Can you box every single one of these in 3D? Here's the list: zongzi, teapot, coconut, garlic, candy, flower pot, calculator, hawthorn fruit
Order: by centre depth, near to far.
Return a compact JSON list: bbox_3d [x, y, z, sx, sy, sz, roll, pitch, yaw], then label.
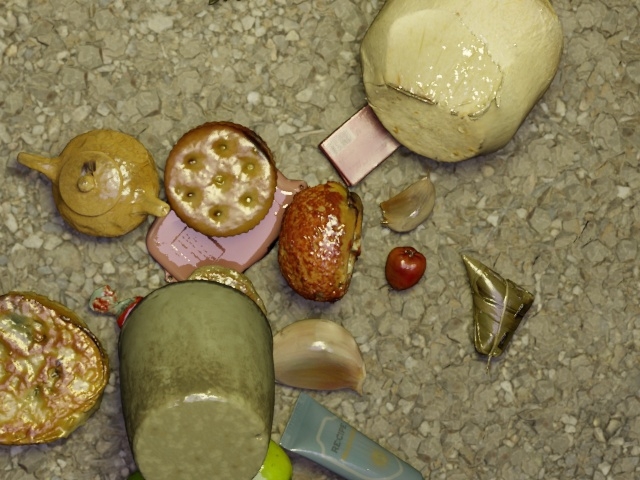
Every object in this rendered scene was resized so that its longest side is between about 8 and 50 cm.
[{"bbox_3d":[-0.215,0.264,1.553,0.293,0.330,0.293,-3,113,-7],"label":"flower pot"},{"bbox_3d":[0.261,-0.347,1.636,0.346,0.346,0.360,34,69,-7],"label":"coconut"},{"bbox_3d":[-0.418,-0.109,1.641,0.311,0.167,0.203,21,95,5],"label":"teapot"},{"bbox_3d":[-0.318,0.182,1.736,0.292,0.059,0.086,38,87,-8],"label":"candy"},{"bbox_3d":[-0.189,-0.040,1.743,0.220,0.048,0.330,41,91,-8],"label":"calculator"},{"bbox_3d":[-0.041,0.227,1.763,0.266,0.128,0.148,2,81,4],"label":"garlic"},{"bbox_3d":[0.185,-0.071,1.772,0.152,0.066,0.084,-34,95,-1],"label":"garlic"},{"bbox_3d":[0.165,0.061,1.780,0.081,0.081,0.093,14,121,-7],"label":"hawthorn fruit"},{"bbox_3d":[0.312,0.145,1.792,0.178,0.081,0.189,32,88,-8],"label":"zongzi"}]

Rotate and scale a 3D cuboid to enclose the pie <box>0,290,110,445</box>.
[{"bbox_3d":[-0.564,0.243,1.702,0.315,0.092,0.315,0,89,-8],"label":"pie"}]

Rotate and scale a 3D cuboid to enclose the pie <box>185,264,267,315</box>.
[{"bbox_3d":[-0.192,0.131,1.718,0.163,0.079,0.193,-36,114,11],"label":"pie"}]

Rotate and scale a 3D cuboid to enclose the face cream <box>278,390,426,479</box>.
[{"bbox_3d":[0.098,0.451,1.783,0.385,0.086,0.135,34,45,-8],"label":"face cream"}]

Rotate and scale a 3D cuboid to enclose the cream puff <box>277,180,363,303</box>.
[{"bbox_3d":[0.000,0.000,1.685,0.164,0.240,0.240,14,92,14],"label":"cream puff"}]

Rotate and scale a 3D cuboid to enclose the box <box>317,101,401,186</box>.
[{"bbox_3d":[0.083,-0.194,1.758,0.156,0.060,0.111,-39,97,0],"label":"box"}]

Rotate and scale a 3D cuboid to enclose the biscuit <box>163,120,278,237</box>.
[{"bbox_3d":[-0.188,-0.116,1.679,0.220,0.066,0.220,0,97,-3],"label":"biscuit"}]

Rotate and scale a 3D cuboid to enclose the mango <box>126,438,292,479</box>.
[{"bbox_3d":[-0.220,0.464,1.714,0.343,0.156,0.192,-13,86,9],"label":"mango"}]

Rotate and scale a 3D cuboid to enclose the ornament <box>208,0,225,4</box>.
[{"bbox_3d":[-0.177,-0.570,1.697,0.202,0.080,0.236,-8,92,-3],"label":"ornament"}]
